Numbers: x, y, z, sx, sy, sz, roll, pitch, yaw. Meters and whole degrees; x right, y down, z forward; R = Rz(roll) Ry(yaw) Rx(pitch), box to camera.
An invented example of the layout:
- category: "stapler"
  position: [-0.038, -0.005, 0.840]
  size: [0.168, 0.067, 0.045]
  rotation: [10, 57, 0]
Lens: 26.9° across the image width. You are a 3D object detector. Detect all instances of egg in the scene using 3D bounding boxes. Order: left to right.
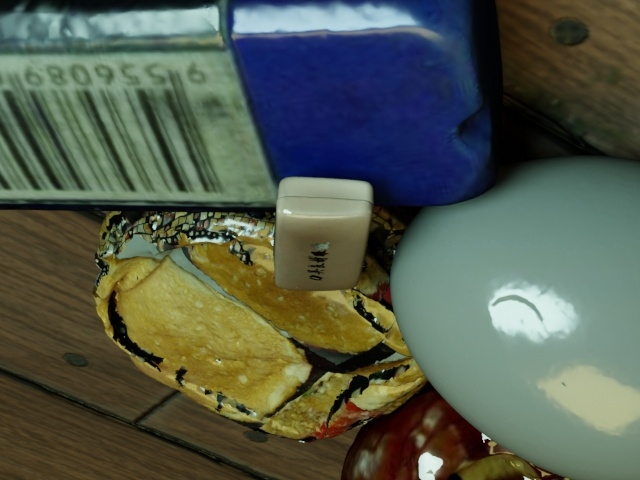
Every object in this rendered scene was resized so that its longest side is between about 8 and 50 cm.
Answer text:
- category: "egg"
  position: [0.150, 0.042, 0.723]
  size: [0.231, 0.176, 0.176]
  rotation: [16, 146, 0]

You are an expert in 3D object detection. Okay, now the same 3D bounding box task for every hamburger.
- category: "hamburger"
  position: [-0.032, 0.032, 0.830]
  size: [0.231, 0.107, 0.231]
  rotation: [11, 148, 7]

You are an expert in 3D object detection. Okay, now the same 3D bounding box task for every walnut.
- category: "walnut"
  position: [0.139, 0.192, 0.922]
  size: [0.243, 0.222, 0.269]
  rotation: [-17, 164, -13]

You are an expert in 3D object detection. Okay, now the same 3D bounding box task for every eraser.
- category: "eraser"
  position: [-0.080, -0.090, 0.669]
  size: [0.332, 0.102, 0.155]
  rotation: [0, 144, 14]

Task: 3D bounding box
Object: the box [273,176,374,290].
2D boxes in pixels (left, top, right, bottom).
- category: "box"
  position: [0.000, 0.000, 0.674]
  size: [0.048, 0.025, 0.115]
  rotation: [5, 160, -2]
